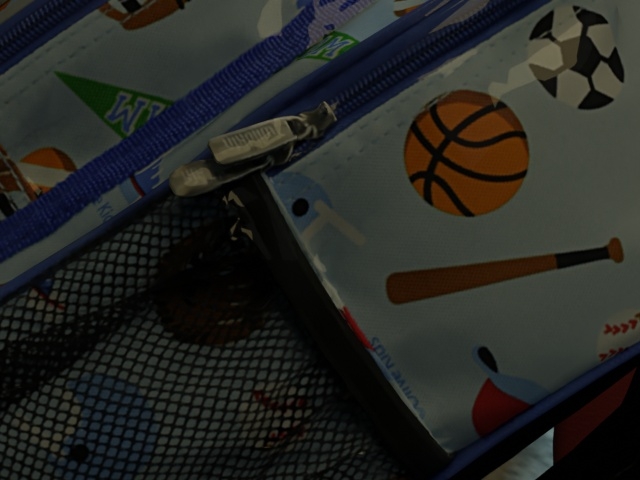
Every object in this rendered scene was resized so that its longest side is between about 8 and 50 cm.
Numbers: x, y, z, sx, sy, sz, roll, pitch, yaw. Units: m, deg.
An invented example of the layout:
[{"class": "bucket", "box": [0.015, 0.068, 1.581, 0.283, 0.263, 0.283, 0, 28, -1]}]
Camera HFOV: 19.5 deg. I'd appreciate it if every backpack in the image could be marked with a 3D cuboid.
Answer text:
[{"class": "backpack", "box": [0.000, 0.000, 0.538, 0.263, 0.213, 0.276, -26, 8, -2]}]

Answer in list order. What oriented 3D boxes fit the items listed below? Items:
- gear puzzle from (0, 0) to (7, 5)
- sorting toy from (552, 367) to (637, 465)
[{"class": "gear puzzle", "box": [0.025, -0.054, 0.729, 0.338, 0.044, 0.175, 3, -4, -10]}, {"class": "sorting toy", "box": [0.268, 0.076, 0.761, 0.365, 0.127, 0.126, 3, 9, -2]}]
